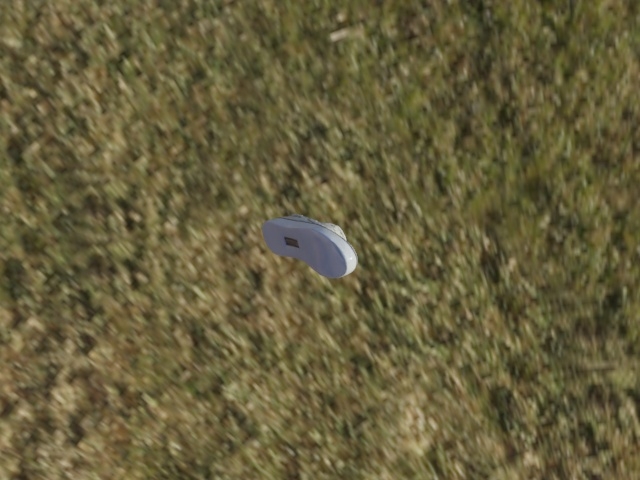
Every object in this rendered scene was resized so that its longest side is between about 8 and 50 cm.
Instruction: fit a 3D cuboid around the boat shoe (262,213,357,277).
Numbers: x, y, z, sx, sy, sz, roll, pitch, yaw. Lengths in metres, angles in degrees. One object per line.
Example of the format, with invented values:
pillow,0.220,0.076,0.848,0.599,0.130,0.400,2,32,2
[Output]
boat shoe,0.000,0.000,1.160,0.035,0.035,0.100,-23,21,-29
